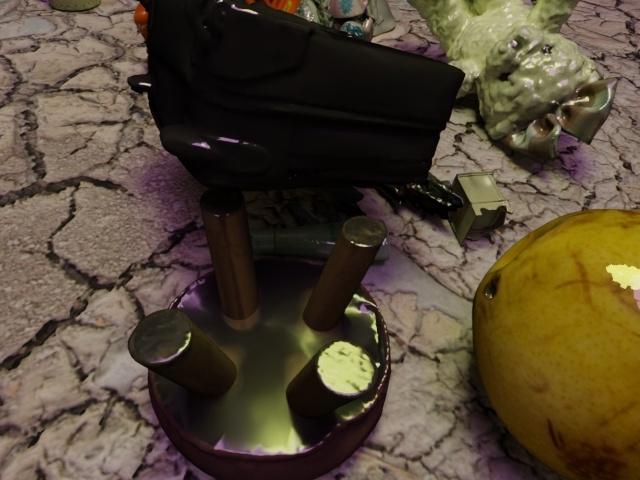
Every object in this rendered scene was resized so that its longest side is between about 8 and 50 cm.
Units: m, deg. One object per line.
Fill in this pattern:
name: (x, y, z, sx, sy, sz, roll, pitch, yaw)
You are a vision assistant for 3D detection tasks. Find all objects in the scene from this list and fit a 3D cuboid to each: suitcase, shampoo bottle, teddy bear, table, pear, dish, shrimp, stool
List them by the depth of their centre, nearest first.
pear: (0.289, 0.101, 0.433, 0.281, 0.280, 0.280, 3, 50, -4)
stool: (-0.050, 0.088, 0.460, 0.272, 0.178, 0.272, 3, 48, -4)
suitcase: (-0.039, -0.192, 0.551, 0.340, 0.188, 0.345, -3, 28, -30)
shampoo bottle: (0.000, 0.000, 0.631, 0.191, 0.041, 0.069, -1, 55, -7)
table: (0.236, -0.048, 0.675, 0.063, 0.079, 0.083, -5, 53, -9)
shrimp: (0.077, -0.103, 0.711, 0.178, 0.075, 0.289, -32, 61, -20)
teddy bear: (0.333, -0.375, 0.819, 0.328, 0.375, 0.362, -29, 25, 22)
dish: (0.084, -0.598, 1.118, 0.230, 0.081, 0.229, 3, 50, -4)

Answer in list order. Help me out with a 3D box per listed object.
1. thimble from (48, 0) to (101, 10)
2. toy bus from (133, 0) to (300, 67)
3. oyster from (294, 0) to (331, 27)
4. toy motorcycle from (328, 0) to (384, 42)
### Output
thimble: (-0.575, -0.591, 1.026, 0.115, 0.090, 0.102, -34, 61, -29)
toy bus: (-0.200, -0.383, 0.775, 0.329, 0.153, 0.142, 3, 63, 37)
oyster: (-0.072, -0.413, 0.910, 0.162, 0.158, 0.350, 31, 67, -12)
toy motorcycle: (0.065, -0.441, 0.909, 0.108, 0.239, 0.203, -6, 73, 28)
